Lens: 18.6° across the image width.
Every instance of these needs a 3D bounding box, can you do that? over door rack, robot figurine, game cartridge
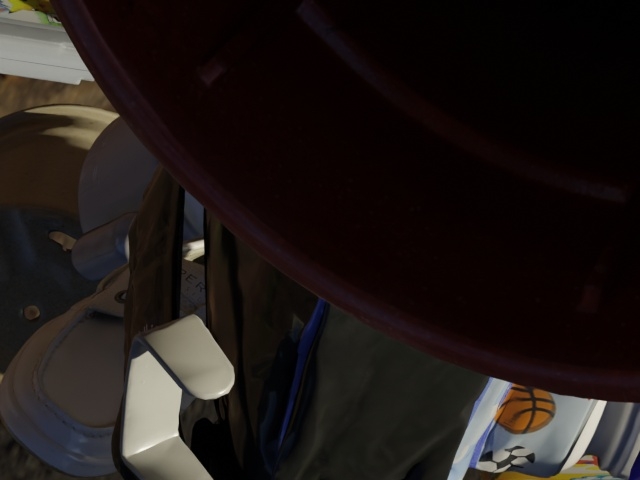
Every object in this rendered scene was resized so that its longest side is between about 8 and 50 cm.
[{"bbox_3d":[0.107,0.147,0.608,0.324,0.239,0.108,58,144,19],"label":"over door rack"},{"bbox_3d":[-0.075,-0.049,1.644,0.200,0.300,0.353,57,146,-5],"label":"robot figurine"},{"bbox_3d":[-0.116,-0.085,0.742,0.056,0.083,0.017,3,119,-19],"label":"game cartridge"}]

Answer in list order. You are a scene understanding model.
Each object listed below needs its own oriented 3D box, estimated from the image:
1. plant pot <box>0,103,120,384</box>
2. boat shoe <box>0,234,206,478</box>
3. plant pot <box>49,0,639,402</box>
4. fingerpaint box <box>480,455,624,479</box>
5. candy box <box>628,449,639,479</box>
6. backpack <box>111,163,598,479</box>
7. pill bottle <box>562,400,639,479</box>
[{"bbox_3d":[-0.281,0.042,2.044,0.334,0.305,0.334,0,102,-1],"label":"plant pot"},{"bbox_3d":[-0.097,0.049,1.180,0.098,0.277,0.096,42,119,2],"label":"boat shoe"},{"bbox_3d":[0.097,-0.145,0.525,0.272,0.265,0.272,21,137,21],"label":"plant pot"},{"bbox_3d":[0.368,0.098,1.627,0.445,0.371,0.163,-1,74,-2],"label":"fingerpaint box"},{"bbox_3d":[0.334,0.116,0.943,0.317,0.268,0.122,42,134,-6],"label":"candy box"},{"bbox_3d":[0.030,-0.027,0.880,0.213,0.263,0.276,6,131,-22],"label":"backpack"},{"bbox_3d":[0.117,0.064,1.331,0.283,0.161,0.161,17,111,3],"label":"pill bottle"}]
